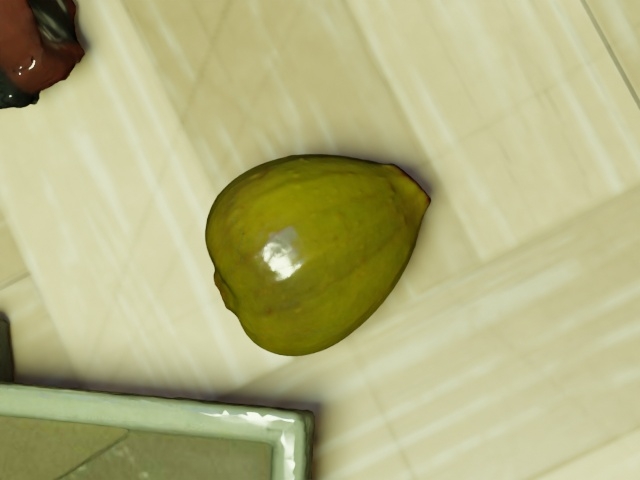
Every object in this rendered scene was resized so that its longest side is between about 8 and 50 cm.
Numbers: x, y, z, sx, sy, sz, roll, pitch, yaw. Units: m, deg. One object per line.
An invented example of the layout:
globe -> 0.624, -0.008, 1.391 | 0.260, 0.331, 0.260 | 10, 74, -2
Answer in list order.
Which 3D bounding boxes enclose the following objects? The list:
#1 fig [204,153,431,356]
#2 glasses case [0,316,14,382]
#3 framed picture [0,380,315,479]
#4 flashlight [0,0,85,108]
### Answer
fig -> 0.000, 0.000, 0.597 | 0.088, 0.074, 0.074 | -30, 78, -8
glasses case -> -0.217, 0.074, 0.647 | 0.191, 0.042, 0.072 | -6, 90, 10
framed picture -> -0.167, 0.166, 0.611 | 0.324, 0.020, 0.240 | 3, 94, 9
flashlight -> -0.215, -0.059, 0.638 | 0.232, 0.093, 0.093 | -25, 79, 8
